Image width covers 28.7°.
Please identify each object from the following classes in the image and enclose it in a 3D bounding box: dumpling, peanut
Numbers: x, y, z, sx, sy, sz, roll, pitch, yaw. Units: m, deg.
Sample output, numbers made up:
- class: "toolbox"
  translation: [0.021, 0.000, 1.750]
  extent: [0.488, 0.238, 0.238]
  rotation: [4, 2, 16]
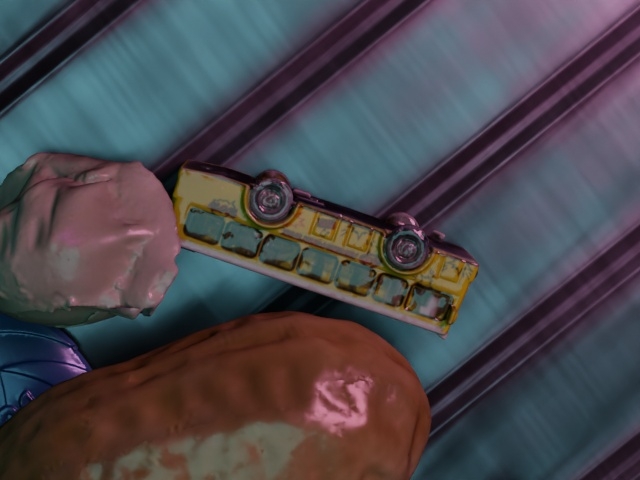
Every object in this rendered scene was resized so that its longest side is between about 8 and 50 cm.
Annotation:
- class: "dumpling"
  translation: [-0.182, -0.002, 0.885]
  extent: [0.188, 0.108, 0.127]
  rotation: [-2, 84, 29]
- class: "peanut"
  translation: [-0.108, 0.172, 0.875]
  extent: [0.387, 0.169, 0.192]
  rotation: [-19, 127, -8]

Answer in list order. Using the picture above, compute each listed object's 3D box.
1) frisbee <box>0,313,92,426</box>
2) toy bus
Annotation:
- class: "frisbee"
  translation: [-0.274, 0.160, 0.935]
  extent: [0.242, 0.045, 0.242]
  rotation: [-1, 96, -5]
- class: "toy bus"
  translation: [0.000, 0.000, 0.915]
  extent: [0.226, 0.081, 0.074]
  rotation: [19, 96, -6]
